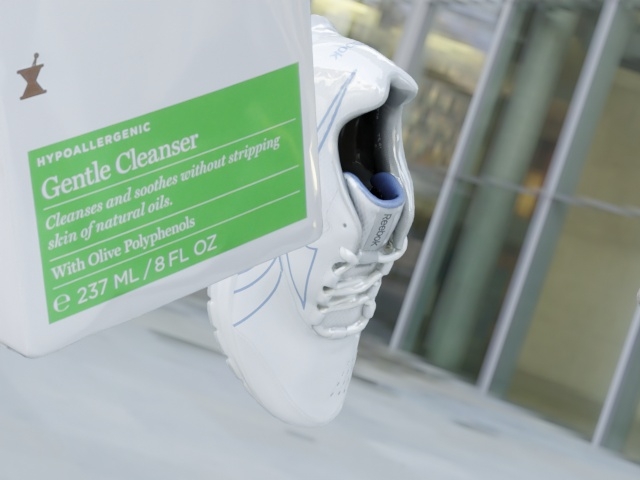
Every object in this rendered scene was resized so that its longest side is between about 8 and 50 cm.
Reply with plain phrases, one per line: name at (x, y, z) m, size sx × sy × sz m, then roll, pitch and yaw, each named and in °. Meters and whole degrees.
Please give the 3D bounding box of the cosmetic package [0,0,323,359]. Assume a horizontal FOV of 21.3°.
cosmetic package at (-0.123, -0.157, 0.798) m, size 0.197 × 0.365 × 0.155 m, roll -24°, pitch 32°, yaw -37°

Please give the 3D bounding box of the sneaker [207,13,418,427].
sneaker at (0.000, 0.000, 1.170) m, size 0.111 × 0.297 × 0.129 m, roll -14°, pitch 26°, yaw -36°

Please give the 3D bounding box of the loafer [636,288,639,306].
loafer at (0.210, 0.004, 0.799) m, size 0.148 × 0.050 × 0.056 m, roll -18°, pitch 38°, yaw -30°
